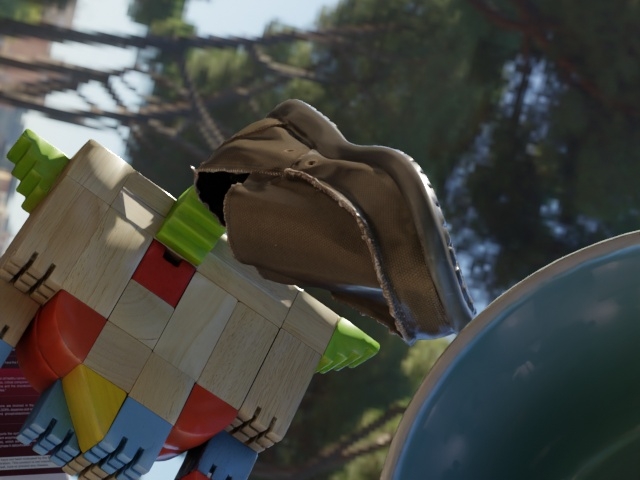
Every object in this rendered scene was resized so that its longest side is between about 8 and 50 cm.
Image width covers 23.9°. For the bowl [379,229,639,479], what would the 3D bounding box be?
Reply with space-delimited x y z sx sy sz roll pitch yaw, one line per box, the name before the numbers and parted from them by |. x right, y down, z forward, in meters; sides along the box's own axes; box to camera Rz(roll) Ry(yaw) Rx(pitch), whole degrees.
bowl | 0.189 0.162 0.715 0.163 0.311 0.312 55 41 -69

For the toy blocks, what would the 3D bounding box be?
toy blocks | -0.163 0.102 1.342 0.190 0.381 0.261 -36 -158 52

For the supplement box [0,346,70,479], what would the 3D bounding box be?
supplement box | -0.356 0.158 1.645 0.073 0.130 0.240 -32 -119 51

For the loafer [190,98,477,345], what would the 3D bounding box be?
loafer | 0.000 0.000 1.146 0.366 0.130 0.134 37 -29 64
